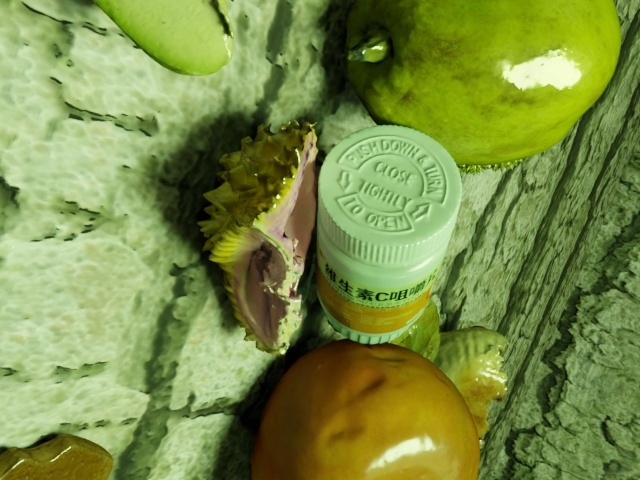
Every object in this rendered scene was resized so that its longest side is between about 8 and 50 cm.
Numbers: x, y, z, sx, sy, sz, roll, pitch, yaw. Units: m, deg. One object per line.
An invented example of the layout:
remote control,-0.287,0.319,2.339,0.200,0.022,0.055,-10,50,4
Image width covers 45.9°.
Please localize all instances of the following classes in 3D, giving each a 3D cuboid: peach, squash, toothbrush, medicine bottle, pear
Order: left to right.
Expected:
squash,-0.151,-0.237,0.485,0.252,0.093,0.169,49,25,-60
toothbrush,0.000,0.000,1.028,0.019,0.013,0.193,2,112,-56
peach,0.055,0.311,1.077,0.342,0.301,0.343,-8,109,-24
medicine bottle,0.073,0.012,0.936,0.158,0.158,0.318,-52,164,-22
pear,0.176,-0.226,0.892,0.375,0.287,0.287,-11,124,-34

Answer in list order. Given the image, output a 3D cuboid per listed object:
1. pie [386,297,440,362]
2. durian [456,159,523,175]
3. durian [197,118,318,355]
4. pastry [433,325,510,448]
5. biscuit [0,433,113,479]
pie,0.138,0.216,1.368,0.277,0.078,0.277,-42,144,-39
durian,0.263,-0.183,1.183,0.198,0.146,0.159,-36,139,-47
durian,-0.065,-0.009,0.821,0.341,0.112,0.191,90,5,-62
pastry,0.262,0.281,1.542,0.237,0.170,0.256,-113,-135,-72
biscuit,-0.302,0.274,0.721,0.215,0.034,0.182,5,107,-58
